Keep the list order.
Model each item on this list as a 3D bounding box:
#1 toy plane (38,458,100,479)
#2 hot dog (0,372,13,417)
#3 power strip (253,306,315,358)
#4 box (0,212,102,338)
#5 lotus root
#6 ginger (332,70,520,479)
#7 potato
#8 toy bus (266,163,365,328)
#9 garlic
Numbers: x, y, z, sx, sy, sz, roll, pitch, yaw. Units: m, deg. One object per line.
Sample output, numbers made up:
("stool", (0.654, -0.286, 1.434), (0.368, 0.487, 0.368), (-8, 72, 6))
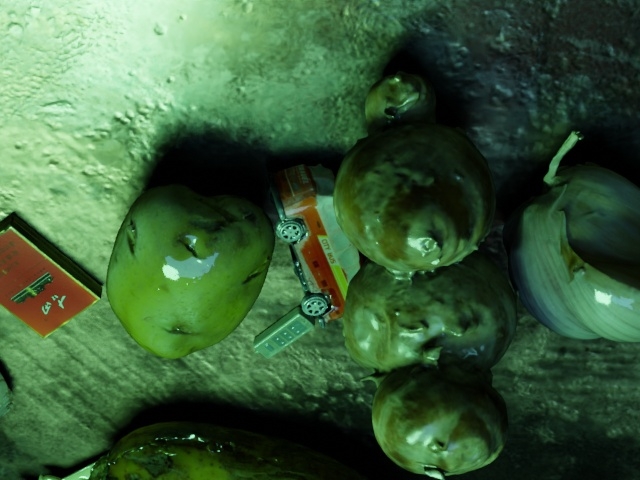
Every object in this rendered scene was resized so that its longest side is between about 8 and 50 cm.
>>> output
("toy plane", (-0.322, 0.350, 1.884), (0.256, 0.104, 0.242), (12, 113, -18))
("hot dog", (-0.409, 0.136, 1.735), (0.108, 0.059, 0.191), (-20, 124, -2))
("power strip", (-0.041, 0.102, 1.738), (0.083, 0.017, 0.027), (-37, 119, 24))
("box", (-0.307, 0.039, 1.680), (0.090, 0.023, 0.133), (-31, 122, 25))
("lotus root", (-0.070, 0.321, 1.803), (0.398, 0.179, 0.196), (17, 109, -8))
("ginger", (0.100, 0.025, 1.521), (0.176, 0.256, 0.375), (-6, 103, 3))
("potato", (-0.133, 0.029, 1.598), (0.155, 0.137, 0.200), (23, 133, -5))
("toy bus", (0.000, 0.000, 1.622), (0.077, 0.079, 0.174), (-17, 127, 1))
("garlic", (0.289, -0.024, 1.550), (0.207, 0.207, 0.256), (1, 130, -2))
